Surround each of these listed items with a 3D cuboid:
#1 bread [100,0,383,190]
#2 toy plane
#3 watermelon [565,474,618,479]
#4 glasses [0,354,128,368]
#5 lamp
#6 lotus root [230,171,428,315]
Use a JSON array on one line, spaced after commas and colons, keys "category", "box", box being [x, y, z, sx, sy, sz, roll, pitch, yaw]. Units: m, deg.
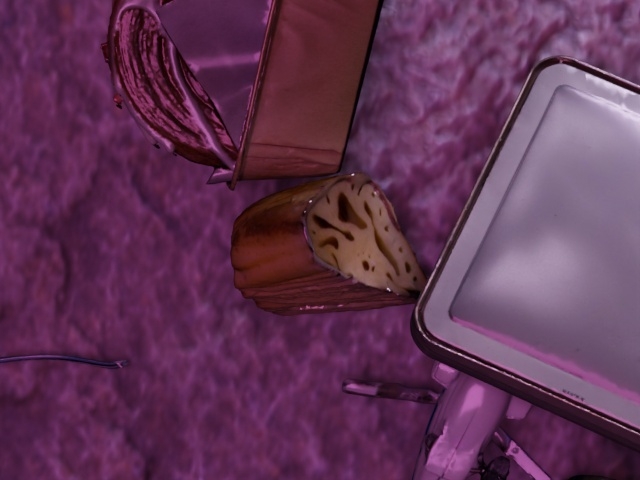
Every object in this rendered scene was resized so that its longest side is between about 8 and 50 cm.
[{"category": "bread", "box": [-0.065, -0.154, 1.493, 0.212, 0.142, 0.224, 13, 95, -4]}, {"category": "toy plane", "box": [0.078, 0.187, 1.485, 0.182, 0.107, 0.273, 42, 95, -6]}, {"category": "watermelon", "box": [0.240, 0.310, 1.445, 0.176, 0.256, 0.260, 37, 93, -37]}, {"category": "glasses", "box": [-0.254, 0.182, 1.566, 0.220, 0.088, 0.189, -16, 89, 12]}, {"category": "lamp", "box": [0.237, 0.015, 1.425, 0.269, 0.047, 0.266, 24, 71, 9]}, {"category": "lotus root", "box": [-0.003, 0.003, 1.490, 0.135, 0.159, 0.095, -10, 64, 27]}]
